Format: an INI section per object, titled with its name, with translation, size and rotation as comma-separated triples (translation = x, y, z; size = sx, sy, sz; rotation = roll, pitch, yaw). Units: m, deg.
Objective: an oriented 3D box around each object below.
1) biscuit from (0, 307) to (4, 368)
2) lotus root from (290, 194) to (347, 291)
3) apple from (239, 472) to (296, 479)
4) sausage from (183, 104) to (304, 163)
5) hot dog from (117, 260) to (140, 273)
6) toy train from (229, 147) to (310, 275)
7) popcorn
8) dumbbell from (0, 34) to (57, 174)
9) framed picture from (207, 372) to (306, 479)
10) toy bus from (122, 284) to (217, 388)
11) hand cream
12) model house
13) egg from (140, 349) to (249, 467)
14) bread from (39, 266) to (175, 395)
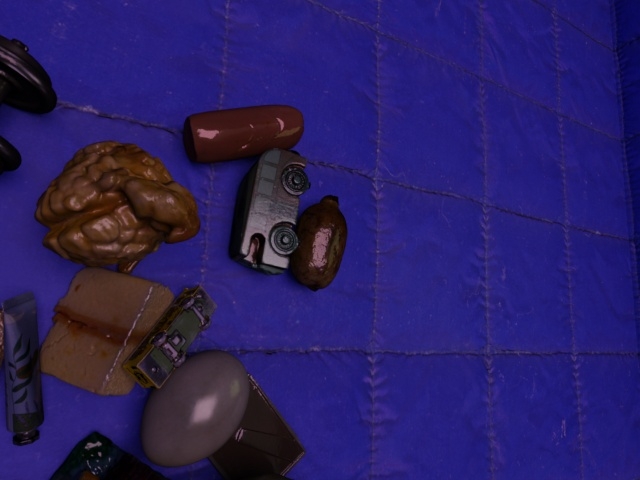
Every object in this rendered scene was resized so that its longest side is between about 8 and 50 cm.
[biscuit]
translation = -0.604, 0.199, 0.811
size = 0.082, 0.070, 0.168
rotation = 24, 68, -37
[lotus root]
translation = 0.000, 0.000, 1.176
size = 0.145, 0.128, 0.260
rotation = 28, 73, -44
[apple]
translation = -0.155, 0.620, 0.869
size = 0.360, 0.320, 0.311
rotation = 1, 82, -66
[sausage]
translation = -0.179, -0.263, 1.113
size = 0.304, 0.121, 0.121
rotation = -16, 91, -32
[hot dog]
translation = -0.392, 0.013, 0.993
size = 0.044, 0.028, 0.137
rotation = 21, 67, 0
[toy train]
translation = -0.123, -0.078, 1.116
size = 0.159, 0.129, 0.326
rotation = 16, 75, -22
[popcorn]
translation = -0.373, -0.063, 0.844
size = 0.265, 0.332, 0.225
rotation = -33, 126, -47
[dumbbell]
translation = -0.601, -0.236, 0.810
size = 0.192, 0.192, 0.290
rotation = 26, 69, -26
[framed picture]
translation = -0.165, 0.467, 1.063
size = 0.189, 0.023, 0.260
rotation = -39, 103, -29
[toy bus]
translation = -0.300, 0.196, 0.943
size = 0.081, 0.074, 0.226
rotation = 56, 36, -25
[hand cream]
translation = -0.537, 0.233, 0.822
size = 0.058, 0.091, 0.271
rotation = 1, 96, -1
[model house]
translation = -0.387, 0.524, 0.787
size = 0.230, 0.249, 0.280
rotation = 43, 63, -18
[egg]
translation = -0.253, 0.339, 0.932
size = 0.186, 0.186, 0.253
rotation = 49, 58, -16
[bread]
translation = -0.441, 0.177, 0.940
size = 0.178, 0.135, 0.240
rotation = 17, 71, 7
